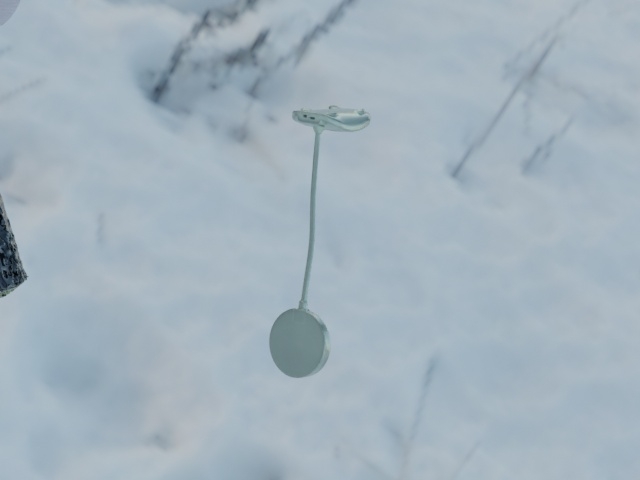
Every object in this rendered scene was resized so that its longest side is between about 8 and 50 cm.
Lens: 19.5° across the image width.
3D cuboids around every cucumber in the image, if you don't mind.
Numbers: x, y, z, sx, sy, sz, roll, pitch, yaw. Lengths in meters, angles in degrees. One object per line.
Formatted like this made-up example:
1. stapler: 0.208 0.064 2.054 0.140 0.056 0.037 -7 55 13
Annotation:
1. cucumber: -0.264 -0.036 1.405 0.043 0.039 0.163 -10 79 -67

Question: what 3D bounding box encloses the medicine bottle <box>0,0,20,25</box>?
1. medicine bottle: -0.375 -0.235 1.504 0.250 0.133 0.133 -2 45 -40

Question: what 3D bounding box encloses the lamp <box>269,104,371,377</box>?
1. lamp: 0.000 0.000 1.338 0.050 0.198 0.056 6 1 34
